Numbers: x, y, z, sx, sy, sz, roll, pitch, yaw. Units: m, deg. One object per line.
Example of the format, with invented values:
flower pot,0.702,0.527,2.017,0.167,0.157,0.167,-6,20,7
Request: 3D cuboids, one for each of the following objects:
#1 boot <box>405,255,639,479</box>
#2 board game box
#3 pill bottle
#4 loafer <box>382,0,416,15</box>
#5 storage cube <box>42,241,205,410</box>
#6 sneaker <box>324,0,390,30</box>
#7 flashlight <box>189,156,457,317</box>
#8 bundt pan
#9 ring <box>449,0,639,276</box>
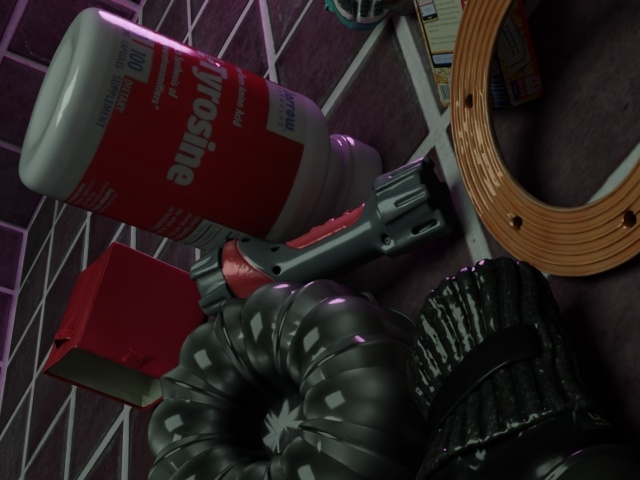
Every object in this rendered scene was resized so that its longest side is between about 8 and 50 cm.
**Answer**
boot,0.106,0.208,0.869,0.348,0.131,0.260,-49,36,18
board game box,0.153,-0.236,1.105,0.147,0.045,0.193,17,127,66
pill bottle,-0.138,-0.106,1.310,0.229,0.407,0.229,-46,34,43
loafer,0.146,-0.468,1.337,0.366,0.130,0.134,-64,24,12
storage cube,-0.316,0.143,1.747,0.183,0.215,0.193,-34,36,54
sneaker,0.051,-0.366,1.538,0.275,0.107,0.110,-95,15,-53
flashlight,0.000,0.000,1.191,0.304,0.103,0.103,-27,10,23
bundt pan,-0.039,0.182,1.043,0.331,0.124,0.331,-15,59,27
ring,0.221,-0.137,0.919,0.336,0.032,0.337,5,96,60
